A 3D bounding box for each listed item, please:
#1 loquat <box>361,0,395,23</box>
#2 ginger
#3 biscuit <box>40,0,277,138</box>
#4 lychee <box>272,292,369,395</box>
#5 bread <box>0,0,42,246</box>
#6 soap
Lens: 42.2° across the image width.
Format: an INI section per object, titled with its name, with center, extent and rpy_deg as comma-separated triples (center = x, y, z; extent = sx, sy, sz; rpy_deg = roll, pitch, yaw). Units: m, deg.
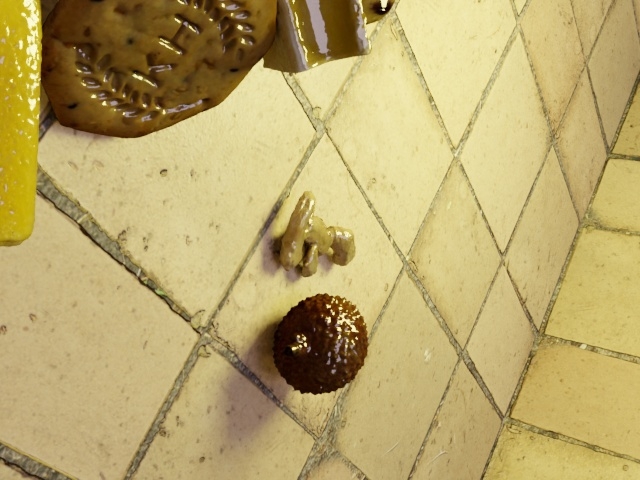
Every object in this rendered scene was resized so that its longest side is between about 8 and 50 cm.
[loquat]
center = 0.073, -0.476, 1.547
extent = 0.163, 0.137, 0.163
rpy_deg = -10, 109, -33
[ginger]
center = -0.009, 0.012, 1.645
extent = 0.149, 0.065, 0.258
rpy_deg = -58, 148, -6
[biscuit]
center = -0.210, -0.261, 1.108
extent = 0.359, 0.046, 0.359
rpy_deg = -25, 155, -12
[lychee]
center = 0.000, 0.200, 1.598
extent = 0.238, 0.200, 0.200
rpy_deg = 5, 96, -66
[bread]
center = -0.458, -0.147, 0.884
extent = 0.324, 0.143, 0.333
rpy_deg = -6, 104, -55
[soap]
center = -0.053, -0.448, 1.289
extent = 0.169, 0.304, 0.338
rpy_deg = -19, 111, -14
